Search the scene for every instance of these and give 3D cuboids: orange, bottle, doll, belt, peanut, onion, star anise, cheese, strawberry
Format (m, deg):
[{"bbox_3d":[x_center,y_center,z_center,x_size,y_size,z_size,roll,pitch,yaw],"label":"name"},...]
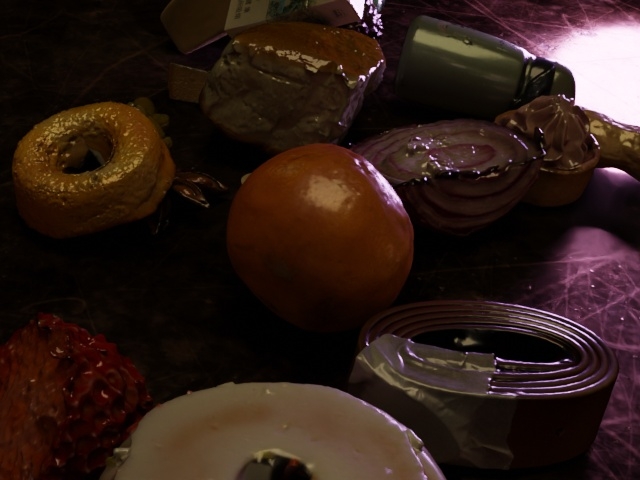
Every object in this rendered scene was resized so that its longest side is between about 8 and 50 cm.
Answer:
[{"bbox_3d":[0.000,0.000,1.452,0.261,0.261,0.261,5,33,-3],"label":"orange"},{"bbox_3d":[0.321,-0.313,2.080,0.347,0.168,0.168,17,34,6],"label":"bottle"},{"bbox_3d":[-0.326,-0.204,1.850,0.137,0.097,0.209,-8,30,-13],"label":"doll"},{"bbox_3d":[0.193,0.180,1.343,0.338,0.122,0.217,3,31,-10],"label":"belt"},{"bbox_3d":[0.541,-0.168,1.958,0.263,0.101,0.117,22,61,17],"label":"peanut"},{"bbox_3d":[0.196,-0.105,1.768,0.314,0.146,0.280,-16,25,-17],"label":"onion"},{"bbox_3d":[-0.240,-0.070,1.695,0.212,0.053,0.157,-4,34,-19],"label":"star anise"},{"bbox_3d":[-0.164,-0.509,2.221,0.124,0.242,0.265,57,42,-6],"label":"cheese"},{"bbox_3d":[-0.279,0.203,1.201,0.178,0.234,0.234,21,20,-39],"label":"strawberry"}]

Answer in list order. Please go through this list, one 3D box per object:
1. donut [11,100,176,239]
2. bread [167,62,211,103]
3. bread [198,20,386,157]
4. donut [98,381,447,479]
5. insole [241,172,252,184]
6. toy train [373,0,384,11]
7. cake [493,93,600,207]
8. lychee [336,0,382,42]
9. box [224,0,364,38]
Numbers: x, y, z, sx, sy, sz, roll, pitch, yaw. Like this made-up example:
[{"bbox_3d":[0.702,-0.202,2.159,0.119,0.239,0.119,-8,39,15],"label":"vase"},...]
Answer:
[{"bbox_3d":[-0.349,-0.108,1.649,0.253,0.118,0.253,-2,45,2],"label":"donut"},{"bbox_3d":[-0.233,-0.315,2.045,0.084,0.080,0.109,14,36,6],"label":"bread"},{"bbox_3d":[-0.053,-0.264,1.866,0.279,0.225,0.250,22,30,8],"label":"bread"},{"bbox_3d":[-0.046,0.296,1.091,0.382,0.142,0.383,5,32,-3],"label":"donut"},{"bbox_3d":[-0.067,-0.048,1.732,0.081,0.011,0.248,-8,35,-21],"label":"insole"},{"bbox_3d":[0.000,-0.595,2.411,0.300,0.202,0.120,10,29,5],"label":"toy train"},{"bbox_3d":[0.383,-0.175,1.868,0.185,0.178,0.208,-9,33,-22],"label":"cake"},{"bbox_3d":[0.007,-0.408,2.111,0.236,0.236,0.271,14,13,10],"label":"lychee"},{"bbox_3d":[-0.041,-0.452,1.952,0.256,0.069,0.164,-8,59,30],"label":"box"}]
